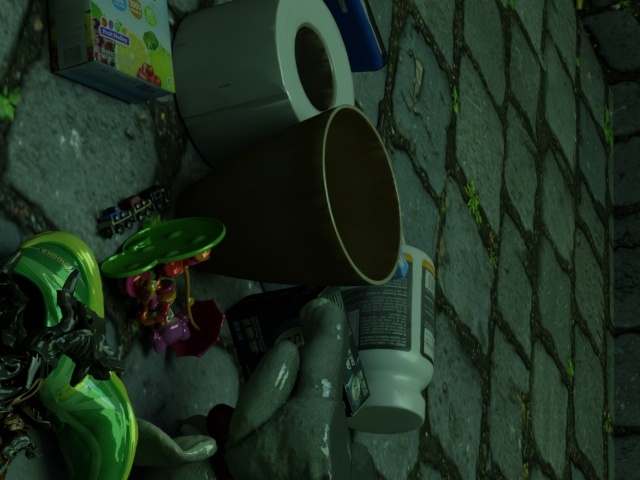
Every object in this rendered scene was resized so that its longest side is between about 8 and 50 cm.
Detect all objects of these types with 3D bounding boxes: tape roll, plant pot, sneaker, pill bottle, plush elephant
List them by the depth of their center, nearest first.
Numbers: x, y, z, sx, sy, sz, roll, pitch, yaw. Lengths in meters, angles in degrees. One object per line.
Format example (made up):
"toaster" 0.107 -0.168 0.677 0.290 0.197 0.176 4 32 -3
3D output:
"sneaker" -0.282 0.141 1.447 0.123 0.109 0.295 -18 96 -46
"plush elephant" -0.094 0.265 1.632 0.330 0.255 0.272 -69 150 -61
"plant pot" -0.054 -0.039 1.799 0.237 0.254 0.237 37 48 -56
"tape roll" -0.077 -0.227 1.931 0.246 0.169 0.246 35 49 -56
"pill bottle" 0.102 0.156 2.165 0.162 0.162 0.278 44 42 -51

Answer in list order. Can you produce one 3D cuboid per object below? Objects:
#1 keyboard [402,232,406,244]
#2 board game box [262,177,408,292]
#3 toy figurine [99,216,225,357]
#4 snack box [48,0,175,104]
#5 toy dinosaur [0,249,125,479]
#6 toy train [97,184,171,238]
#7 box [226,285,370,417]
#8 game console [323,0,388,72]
"keyboard" 0.128 -0.054 2.482 0.072 0.014 0.256 -35 112 -63
"board game box" 0.000 0.000 1.948 0.039 0.211 0.160 -64 136 -58
"toy figurine" -0.181 0.077 1.678 0.173 0.130 0.159 -31 119 -41
"snack box" -0.261 -0.291 1.685 0.174 0.070 0.207 15 64 -62
"toy dinosaur" -0.308 0.124 1.247 0.218 0.164 0.322 -40 162 -47
"toy train" -0.231 -0.039 1.693 0.158 0.027 0.036 -41 113 -63
"box" -0.030 0.159 1.897 0.077 0.147 0.180 -38 115 -63
"game console" 0.022 -0.441 2.248 0.173 0.250 0.293 -38 117 -33
